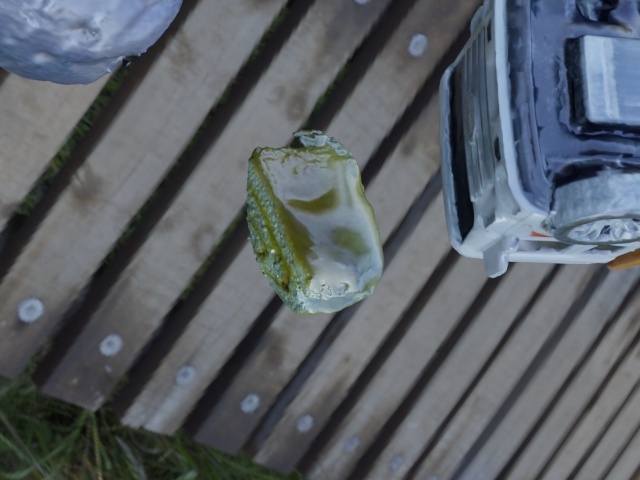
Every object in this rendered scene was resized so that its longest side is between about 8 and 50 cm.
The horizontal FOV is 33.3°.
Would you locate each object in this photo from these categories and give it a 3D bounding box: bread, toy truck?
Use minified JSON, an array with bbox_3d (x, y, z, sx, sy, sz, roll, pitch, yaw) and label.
[{"bbox_3d":[0.000,-0.003,0.902,0.103,0.110,0.156,-21,129,-15],"label":"bread"},{"bbox_3d":[0.265,-0.058,0.687,0.388,0.207,0.173,3,74,-13],"label":"toy truck"}]

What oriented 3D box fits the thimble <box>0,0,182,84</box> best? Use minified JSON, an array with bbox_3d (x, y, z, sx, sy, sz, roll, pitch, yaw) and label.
[{"bbox_3d":[-0.168,-0.195,0.572,0.172,0.236,0.205,38,55,-40],"label":"thimble"}]
